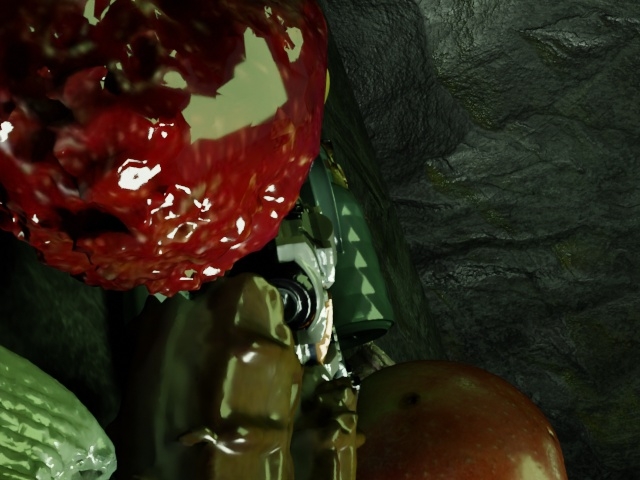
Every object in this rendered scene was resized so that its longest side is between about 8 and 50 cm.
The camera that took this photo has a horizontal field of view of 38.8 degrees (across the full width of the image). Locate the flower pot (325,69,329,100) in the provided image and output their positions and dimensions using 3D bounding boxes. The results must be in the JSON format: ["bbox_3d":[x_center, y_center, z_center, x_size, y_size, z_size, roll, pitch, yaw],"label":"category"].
[{"bbox_3d":[-0.095,-0.128,0.916,0.179,0.195,0.195,-79,152,-45],"label":"flower pot"}]

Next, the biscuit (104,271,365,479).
[{"bbox_3d":[-0.050,0.189,0.690,0.366,0.115,0.268,48,43,-66],"label":"biscuit"}]

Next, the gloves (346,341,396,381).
[{"bbox_3d":[0.086,0.232,1.490,0.110,0.094,0.144,52,29,-32],"label":"gloves"}]

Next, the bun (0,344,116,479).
[{"bbox_3d":[-0.155,0.134,0.347,0.204,0.126,0.212,43,13,-13],"label":"bun"}]

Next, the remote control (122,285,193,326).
[{"bbox_3d":[-0.144,0.028,0.778,0.097,0.045,0.256,62,12,-55],"label":"remote control"}]

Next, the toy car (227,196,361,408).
[{"bbox_3d":[-0.025,0.099,0.981,0.193,0.117,0.301,-105,-176,-67],"label":"toy car"}]

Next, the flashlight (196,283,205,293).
[{"bbox_3d":[-0.113,0.059,0.912,0.057,0.035,0.121,31,34,-41],"label":"flashlight"}]

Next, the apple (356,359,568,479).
[{"bbox_3d":[0.150,0.314,1.094,0.348,0.276,0.349,-2,90,-86],"label":"apple"}]

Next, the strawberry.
[{"bbox_3d":[-0.129,-0.079,0.548,0.274,0.274,0.221,-87,-171,-60],"label":"strawberry"}]

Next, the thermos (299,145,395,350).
[{"bbox_3d":[0.000,0.000,1.241,0.182,0.144,0.287,109,-33,-72],"label":"thermos"}]

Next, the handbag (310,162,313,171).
[{"bbox_3d":[-0.088,-0.193,1.162,0.208,0.126,0.229,58,18,-33],"label":"handbag"}]

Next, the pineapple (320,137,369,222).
[{"bbox_3d":[-0.004,-0.090,1.527,0.236,0.114,0.186,-108,174,-57],"label":"pineapple"}]
